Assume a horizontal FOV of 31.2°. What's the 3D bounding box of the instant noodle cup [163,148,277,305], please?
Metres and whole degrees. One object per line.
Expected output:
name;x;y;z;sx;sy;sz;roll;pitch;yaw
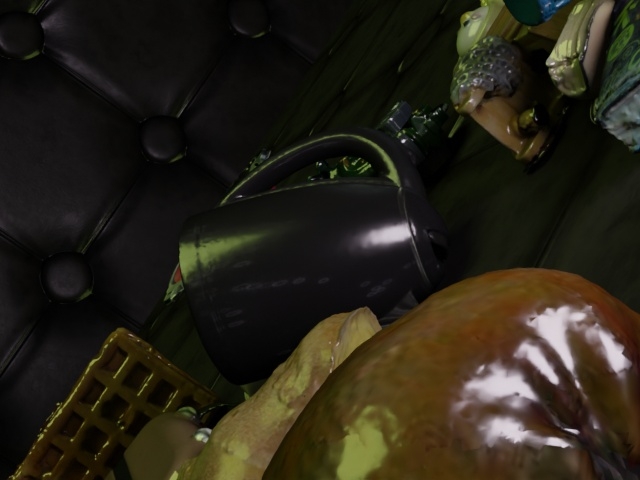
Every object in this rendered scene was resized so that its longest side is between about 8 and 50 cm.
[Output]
instant noodle cup;-0.099;0.023;1.837;0.302;0.181;0.258;-57;13;-11

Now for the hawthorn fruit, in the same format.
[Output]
hawthorn fruit;0.086;0.170;0.574;0.301;0.267;0.268;-47;14;48

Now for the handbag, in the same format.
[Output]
handbag;-0.156;0.305;1.352;0.283;0.149;0.302;-52;12;-6

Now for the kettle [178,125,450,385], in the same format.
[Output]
kettle;0.000;0.000;1.326;0.290;0.207;0.268;-19;67;14

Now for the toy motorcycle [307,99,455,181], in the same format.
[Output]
toy motorcycle;0.087;-0.114;1.665;0.187;0.125;0.274;-50;9;-25

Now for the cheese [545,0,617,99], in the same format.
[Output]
cheese;0.300;-0.221;1.201;0.047;0.092;0.171;14;64;48

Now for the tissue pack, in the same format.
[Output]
tissue pack;0.339;-0.204;1.045;0.173;0.073;0.235;-43;16;42

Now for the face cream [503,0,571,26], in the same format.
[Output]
face cream;0.321;-0.324;1.154;0.336;0.080;0.163;-36;-7;-19

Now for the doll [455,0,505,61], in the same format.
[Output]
doll;0.264;-0.357;1.651;0.296;0.117;0.141;-57;9;-15

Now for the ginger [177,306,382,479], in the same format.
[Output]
ginger;-0.035;0.217;1.170;0.190;0.126;0.354;21;66;43

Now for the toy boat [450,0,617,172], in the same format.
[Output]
toy boat;0.294;-0.291;1.319;0.446;0.136;0.162;-57;12;-20

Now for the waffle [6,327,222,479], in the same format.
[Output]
waffle;-0.324;0.325;1.794;0.328;0.224;0.098;-55;-5;-4

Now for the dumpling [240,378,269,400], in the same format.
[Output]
dumpling;-0.053;0.126;1.517;0.162;0.132;0.250;-108;36;-69
